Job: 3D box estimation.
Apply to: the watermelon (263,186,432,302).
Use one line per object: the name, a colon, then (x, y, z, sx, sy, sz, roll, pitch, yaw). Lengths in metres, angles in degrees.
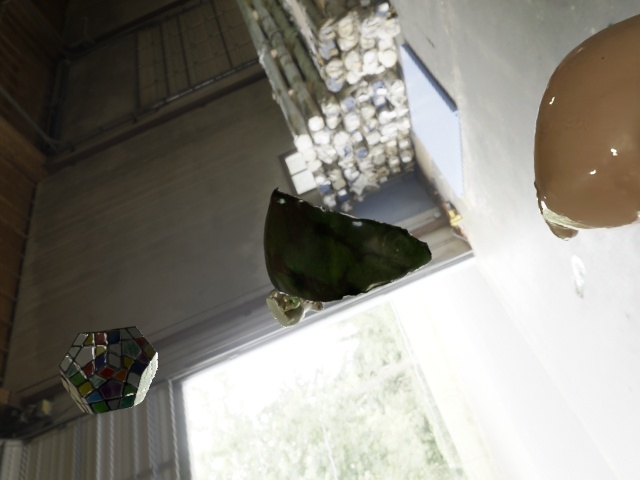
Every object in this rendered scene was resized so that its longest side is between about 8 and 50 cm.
watermelon: (0.000, 0.000, 0.591, 0.301, 0.128, 0.123, -157, 68, -68)

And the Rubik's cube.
Rubik's cube: (-0.249, 0.152, 0.583, 0.093, 0.111, 0.111, 66, -178, -53)

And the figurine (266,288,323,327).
figurine: (-0.013, 0.091, 0.851, 0.098, 0.146, 0.081, 8, 126, 62)

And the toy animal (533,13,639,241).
toy animal: (0.316, -0.096, 0.433, 0.256, 0.195, 0.213, 7, 126, 59)
